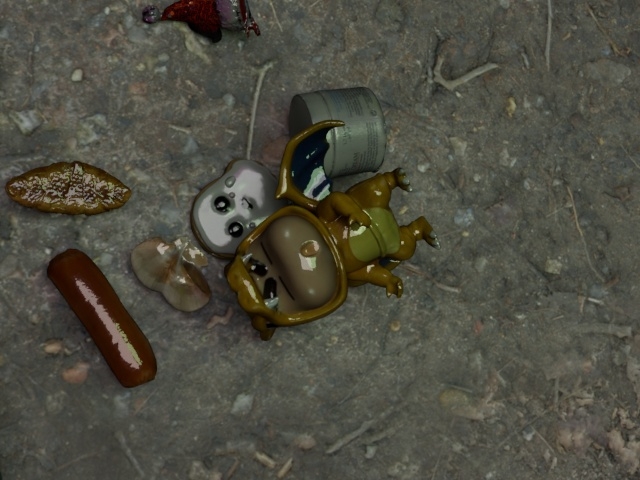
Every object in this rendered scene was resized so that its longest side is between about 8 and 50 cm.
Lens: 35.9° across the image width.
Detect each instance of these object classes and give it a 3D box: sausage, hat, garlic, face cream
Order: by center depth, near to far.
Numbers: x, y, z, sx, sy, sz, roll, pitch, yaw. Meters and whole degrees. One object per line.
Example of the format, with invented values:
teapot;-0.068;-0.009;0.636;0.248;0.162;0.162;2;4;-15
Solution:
sausage;-0.408;0.147;1.862;0.089;0.083;0.300;-34;91;-4
garlic;-0.280;0.061;1.903;0.124;0.099;0.174;-42;95;-1
face cream;0.033;-0.214;1.974;0.153;0.177;0.177;-8;85;-16
hat;-0.245;-0.460;1.985;0.227;0.129;0.140;-11;103;1

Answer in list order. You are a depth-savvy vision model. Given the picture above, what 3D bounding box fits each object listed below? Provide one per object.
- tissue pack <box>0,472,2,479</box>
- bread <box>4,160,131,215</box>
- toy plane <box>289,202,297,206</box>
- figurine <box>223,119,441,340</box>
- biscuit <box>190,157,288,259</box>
tissue pack;-0.637;0.283;1.679;0.124;0.288;0.394;-13;86;-19
bread;-0.480;-0.100;1.878;0.233;0.076;0.105;1;95;-21
toy plane;-0.022;-0.067;2.015;0.121;0.031;0.049;-34;123;-18
figurine;0.016;0.029;1.863;0.387;0.401;0.268;-32;48;-4
biscuit;-0.159;-0.057;1.972;0.208;0.049;0.181;-42;94;-17
